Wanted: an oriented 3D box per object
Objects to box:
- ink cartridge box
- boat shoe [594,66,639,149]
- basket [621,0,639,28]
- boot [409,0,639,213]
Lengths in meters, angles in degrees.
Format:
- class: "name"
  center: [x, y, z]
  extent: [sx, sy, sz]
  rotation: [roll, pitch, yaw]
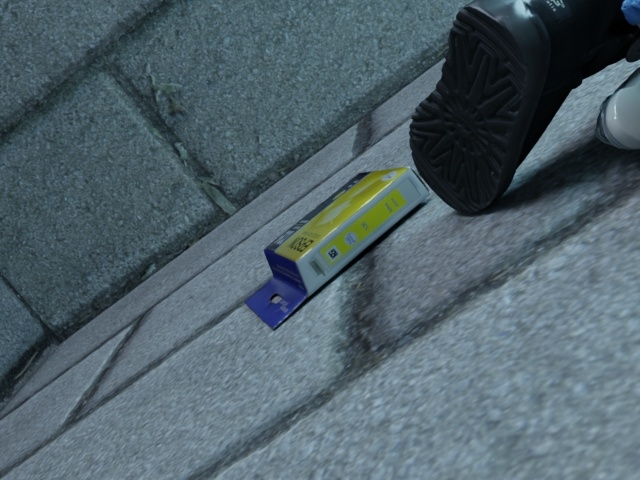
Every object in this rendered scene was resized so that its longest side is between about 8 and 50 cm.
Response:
- class: "ink cartridge box"
  center: [0.000, 0.000, 1.435]
  extent: [0.307, 0.072, 0.303]
  rotation: [-37, 10, -8]
- class: "boat shoe"
  center: [0.320, -0.131, 0.940]
  extent: [0.063, 0.066, 0.184]
  rotation: [-47, 5, 37]
- class: "basket"
  center: [0.368, -0.283, 0.791]
  extent: [0.255, 0.289, 0.201]
  rotation: [-40, 13, -27]
- class: "boot"
  center: [0.336, -0.241, 1.072]
  extent: [0.445, 0.146, 0.367]
  rotation: [-34, -14, -19]
